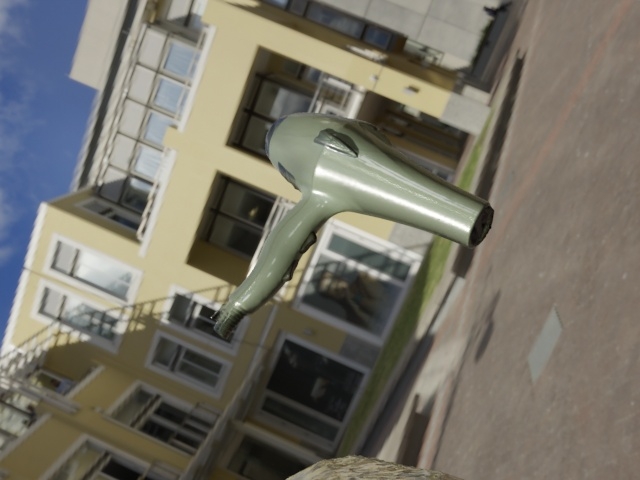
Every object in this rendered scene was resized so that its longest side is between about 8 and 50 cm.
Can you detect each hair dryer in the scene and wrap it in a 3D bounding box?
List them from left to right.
[{"bbox_3d":[0.031,-0.009,0.628,0.088,0.219,0.224,53,-132,-56],"label":"hair dryer"}]

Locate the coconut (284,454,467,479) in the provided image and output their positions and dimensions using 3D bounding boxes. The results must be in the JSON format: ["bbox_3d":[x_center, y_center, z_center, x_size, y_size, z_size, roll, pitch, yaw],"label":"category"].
[{"bbox_3d":[0.035,0.296,0.383,0.415,0.416,0.344,93,-165,-77],"label":"coconut"}]
